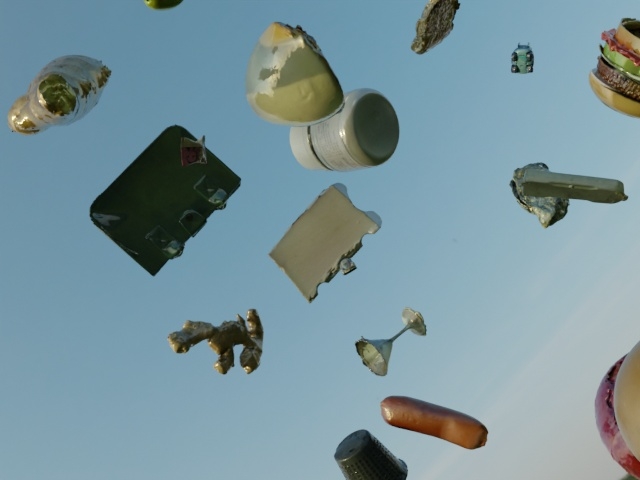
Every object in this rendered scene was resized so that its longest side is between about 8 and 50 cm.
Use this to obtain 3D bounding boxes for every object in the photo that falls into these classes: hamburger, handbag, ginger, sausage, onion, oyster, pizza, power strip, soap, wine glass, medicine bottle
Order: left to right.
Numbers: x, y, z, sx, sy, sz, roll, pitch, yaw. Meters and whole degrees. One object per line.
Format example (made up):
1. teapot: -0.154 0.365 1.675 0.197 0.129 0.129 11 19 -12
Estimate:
1. ginger: -0.587 -0.316 1.416 0.236 0.375 0.166 -8 -78 4
2. handbag: -0.373 -0.101 1.601 0.326 0.238 0.089 -50 1 -17
3. ginger: -0.221 0.237 1.492 0.258 0.150 0.065 -2 -23 -46
4. soap: 0.000 0.000 1.601 0.258 0.159 0.302 -50 1 -2
5. medicine bottle: 0.071 -0.340 2.113 0.245 0.306 0.245 2 -94 -42
6. wine glass: 0.249 0.339 2.264 0.232 0.156 0.156 -34 -30 -28
7. sausage: 0.309 0.491 1.812 0.083 0.299 0.089 -6 -72 -72
8. pizza: 0.314 -0.627 1.750 0.189 0.071 0.297 -45 -15 -24
9. oyster: 0.741 -0.153 2.197 0.198 0.268 0.112 -9 -39 -20
10. power strip: 0.688 -0.145 1.808 0.080 0.285 0.048 69 -148 -62
11. hamburger: 0.530 -0.278 1.099 0.175 0.175 0.137 -17 -40 -35
12. onion: 0.825 0.428 1.545 0.358 0.358 0.345 -23 -46 -29

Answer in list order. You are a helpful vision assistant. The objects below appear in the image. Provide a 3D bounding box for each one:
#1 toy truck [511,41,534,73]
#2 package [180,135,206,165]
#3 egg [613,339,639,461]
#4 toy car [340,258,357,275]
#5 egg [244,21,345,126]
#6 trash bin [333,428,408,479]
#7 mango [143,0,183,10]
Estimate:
1. toy truck: 0.521 -0.473 1.695 0.073 0.056 0.090 73 -148 -43
2. package: -0.255 -0.183 1.345 0.083 0.029 0.059 -22 -68 -61
3. egg: 0.661 0.256 1.039 0.373 0.301 0.301 -3 -34 5
4. toy car: 0.064 0.060 1.678 0.041 0.093 0.025 -29 -68 -3
5. egg: -0.079 -0.369 1.580 0.174 0.264 0.286 -43 15 -14
6. trash bin: 0.128 0.612 1.817 0.175 0.161 0.175 -34 10 7
7. mango: -0.330 -0.529 1.409 0.108 0.056 0.074 -27 -51 -28
